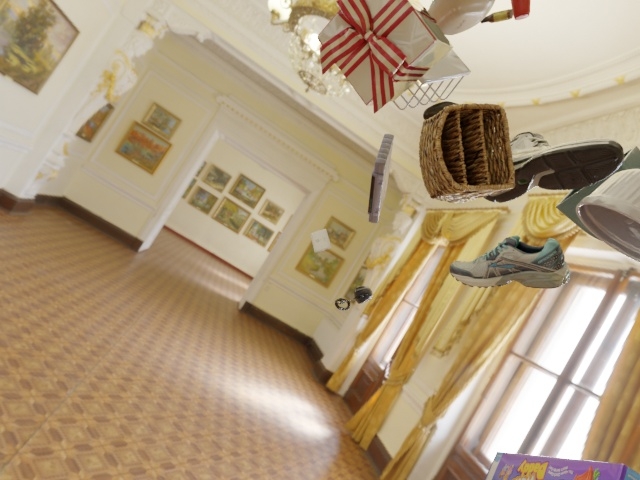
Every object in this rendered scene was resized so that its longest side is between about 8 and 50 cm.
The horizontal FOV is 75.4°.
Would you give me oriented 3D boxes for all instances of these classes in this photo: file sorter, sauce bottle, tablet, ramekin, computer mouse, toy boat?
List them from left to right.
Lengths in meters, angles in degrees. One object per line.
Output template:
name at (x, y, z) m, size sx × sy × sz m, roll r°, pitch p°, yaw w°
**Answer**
tablet at (0.000, 0.000, 1.320) m, size 0.006 × 0.054 × 0.083 m, roll 69°, pitch 5°, yaw -48°
computer mouse at (0.147, 0.240, 1.726) m, size 0.041 × 0.071 × 0.242 m, roll -19°, pitch -2°, yaw 42°
file sorter at (0.392, -0.638, 1.600) m, size 0.193 × 0.277 × 0.173 m, roll 57°, pitch -34°, yaw 15°
toy boat at (0.486, -0.740, 1.262) m, size 0.318 × 0.148 × 0.267 m, roll -8°, pitch 7°, yaw -2°
sauce bottle at (0.742, -0.943, 1.747) m, size 0.128 × 0.042 × 0.042 m, roll 11°, pitch -16°, yaw 40°
ramekin at (0.640, -0.049, 0.823) m, size 0.207 × 0.109 × 0.207 m, roll 41°, pitch 4°, yaw -4°

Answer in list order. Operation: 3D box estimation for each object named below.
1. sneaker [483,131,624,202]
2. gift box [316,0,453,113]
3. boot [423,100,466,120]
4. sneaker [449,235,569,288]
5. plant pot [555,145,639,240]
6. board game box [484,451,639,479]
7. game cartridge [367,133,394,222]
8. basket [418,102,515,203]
sneaker at (0.743, -0.294, 1.361) m, size 0.169 × 0.258 × 0.447 m, roll 41°, pitch -27°, yaw -23°
gift box at (0.161, -0.494, 1.077) m, size 0.255 × 0.276 × 0.258 m, roll 50°, pitch 33°, yaw 5°
boot at (0.495, -0.464, 1.524) m, size 0.219 × 0.082 × 0.106 m, roll -9°, pitch 30°, yaw -16°
sneaker at (0.471, 0.046, 1.060) m, size 0.282 × 0.122 × 0.110 m, roll -5°, pitch 17°, yaw 35°
plant pot at (1.021, -0.125, 1.402) m, size 0.252 × 0.247 × 0.248 m, roll 53°, pitch -42°, yaw 11°
board game box at (0.418, 0.418, 0.598) m, size 0.233 × 0.078 × 0.347 m, roll 32°, pitch -22°, yaw 12°
game cartridge at (0.272, -0.275, 1.892) m, size 0.068 × 0.230 × 0.355 m, roll 15°, pitch -40°, yaw 14°
basket at (0.468, -0.294, 1.354) m, size 0.213 × 0.299 × 0.223 m, roll 7°, pitch -13°, yaw -33°
